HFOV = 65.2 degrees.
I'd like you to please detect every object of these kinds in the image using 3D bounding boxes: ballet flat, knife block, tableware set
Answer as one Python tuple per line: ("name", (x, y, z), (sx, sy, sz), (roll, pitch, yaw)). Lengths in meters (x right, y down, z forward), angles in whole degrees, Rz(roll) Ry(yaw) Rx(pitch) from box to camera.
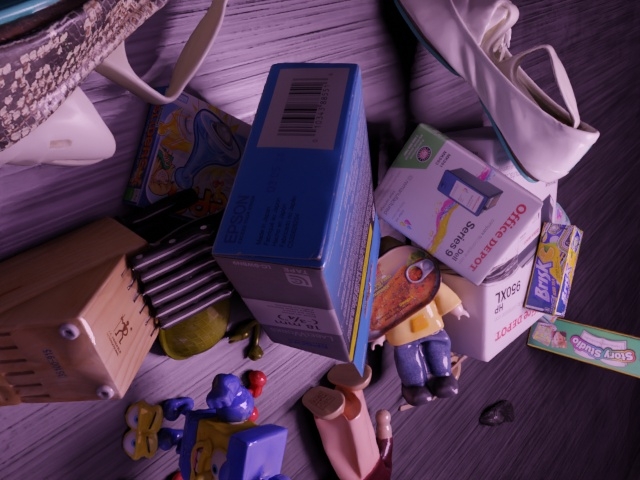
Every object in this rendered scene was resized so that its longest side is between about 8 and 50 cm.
("ballet flat", (0.469, 0.452, 1.313), (0.173, 0.049, 0.057), (15, 60, -50))
("ballet flat", (-0.197, -0.180, 0.435), (0.482, 0.164, 0.182), (-55, 140, -26))
("knife block", (-0.219, 0.037, 0.486), (0.242, 0.276, 0.088), (-82, 163, -59))
("tableware set", (0.244, 0.282, 1.044), (0.194, 0.039, 0.128), (4, 96, -45))
("ballet flat", (0.272, -0.275, 0.757), (0.139, 0.139, 0.400), (-31, 84, -37))

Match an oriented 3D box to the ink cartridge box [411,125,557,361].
("ink cartridge box", (0.319, -0.012, 0.966), (0.286, 0.166, 0.394), (-18, 111, -42))

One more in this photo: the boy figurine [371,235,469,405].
("boy figurine", (0.164, 0.127, 0.858), (0.178, 0.092, 0.284), (-13, 98, 1))

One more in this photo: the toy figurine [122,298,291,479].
("toy figurine", (-0.084, 0.216, 0.577), (0.191, 0.217, 0.361), (9, 93, -46))

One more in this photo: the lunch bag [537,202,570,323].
("lunch bag", (0.514, 0.046, 1.202), (0.224, 0.108, 0.278), (27, 74, -44))

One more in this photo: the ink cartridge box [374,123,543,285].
("ink cartridge box", (0.202, -0.057, 0.767), (0.154, 0.213, 0.093), (-56, 170, 20))

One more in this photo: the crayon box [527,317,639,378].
("crayon box", (0.817, 0.305, 1.390), (0.313, 0.363, 0.105), (19, 85, -46))

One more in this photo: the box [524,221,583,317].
("box", (0.436, 0.055, 0.935), (0.054, 0.059, 0.168), (15, 88, -46))

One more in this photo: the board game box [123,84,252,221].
("board game box", (-0.120, -0.081, 0.607), (0.201, 0.035, 0.136), (17, 86, -45))

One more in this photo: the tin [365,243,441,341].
("tin", (0.099, 0.081, 0.789), (0.190, 0.040, 0.106), (-35, 100, 3))

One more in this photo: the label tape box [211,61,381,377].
("label tape box", (0.000, 0.000, 0.602), (0.333, 0.106, 0.240), (73, 25, -58))

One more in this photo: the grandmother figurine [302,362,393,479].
("grandmother figurine", (0.066, 0.384, 0.849), (0.208, 0.104, 0.342), (-32, 117, -26))
